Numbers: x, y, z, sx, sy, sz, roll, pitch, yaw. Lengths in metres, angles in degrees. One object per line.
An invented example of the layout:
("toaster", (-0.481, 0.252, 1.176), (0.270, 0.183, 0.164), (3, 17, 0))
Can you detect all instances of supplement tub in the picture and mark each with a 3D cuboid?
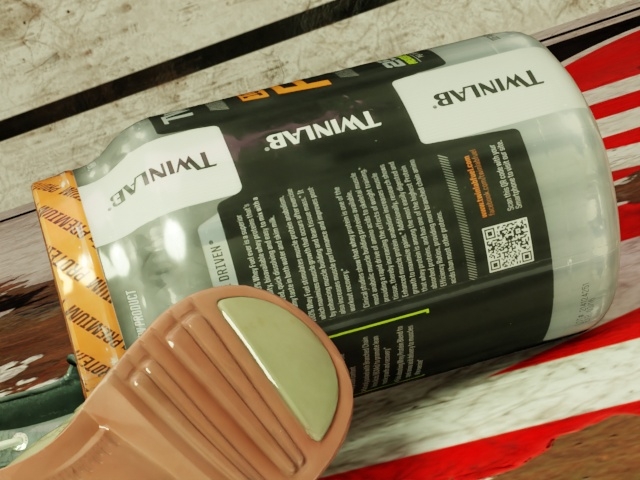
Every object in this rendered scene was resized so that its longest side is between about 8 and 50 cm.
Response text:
("supplement tub", (0.000, 0.000, 0.935), (0.316, 0.193, 0.193), (-15, 9, -11))

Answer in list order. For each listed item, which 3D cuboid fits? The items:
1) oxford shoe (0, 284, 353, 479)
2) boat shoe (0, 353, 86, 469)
("oxford shoe", (-0.135, 0.173, 0.699), (0.397, 0.140, 0.146), (-34, -11, -43))
("boat shoe", (-0.131, 0.104, 1.006), (0.319, 0.099, 0.116), (-24, 9, -21))
